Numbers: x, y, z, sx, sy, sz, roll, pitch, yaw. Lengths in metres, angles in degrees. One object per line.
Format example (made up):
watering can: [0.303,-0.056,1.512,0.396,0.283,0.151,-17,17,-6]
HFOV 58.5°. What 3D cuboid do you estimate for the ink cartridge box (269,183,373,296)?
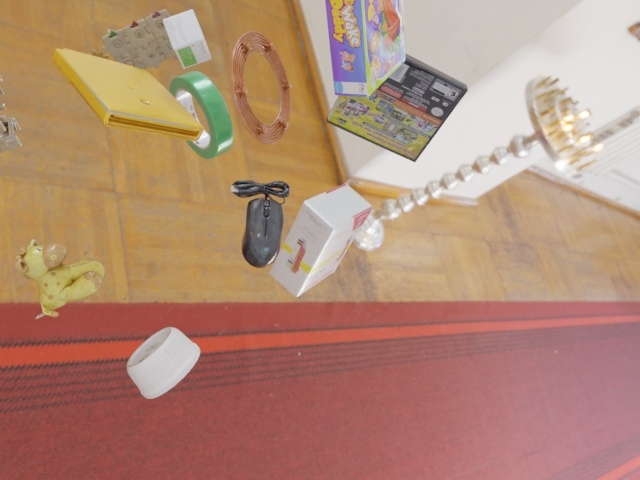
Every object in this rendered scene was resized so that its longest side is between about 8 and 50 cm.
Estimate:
ink cartridge box: [0.000,0.000,2.214,0.160,0.385,0.279,42,39,16]

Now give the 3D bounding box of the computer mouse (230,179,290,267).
computer mouse: [-0.181,-0.051,1.749,0.188,0.072,0.273,1,91,-17]

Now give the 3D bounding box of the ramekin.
ramekin: [-0.466,0.349,1.675,0.109,0.207,0.207,54,40,-18]

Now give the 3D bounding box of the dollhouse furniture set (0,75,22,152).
dollhouse furniture set: [-0.984,-0.363,1.653,0.135,0.259,0.262,-14,63,-11]

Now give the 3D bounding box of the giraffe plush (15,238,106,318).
giraffe plush: [-0.684,0.076,1.462,0.210,0.181,0.171,-39,118,-22]

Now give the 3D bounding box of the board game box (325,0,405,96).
board game box: [0.092,-0.498,1.151,0.233,0.078,0.348,-52,143,-46]

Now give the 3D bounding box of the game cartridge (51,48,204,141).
game cartridge: [-0.498,-0.376,1.477,0.323,0.053,0.285,44,25,30]

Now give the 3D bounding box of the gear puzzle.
gear puzzle: [-0.641,-0.654,1.953,0.176,0.338,0.044,65,1,-46]

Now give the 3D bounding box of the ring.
ring: [-0.168,-0.464,1.746,0.336,0.032,0.337,15,73,-63]

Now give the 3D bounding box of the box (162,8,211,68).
box: [-0.356,-0.538,1.534,0.087,0.101,0.102,-22,76,-4]

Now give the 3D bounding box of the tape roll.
tape roll: [-0.449,-0.466,2.143,0.077,0.321,0.321,-31,88,-29]

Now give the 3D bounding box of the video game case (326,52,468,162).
video game case: [0.190,-0.350,1.461,0.274,0.248,0.035,22,41,-14]
